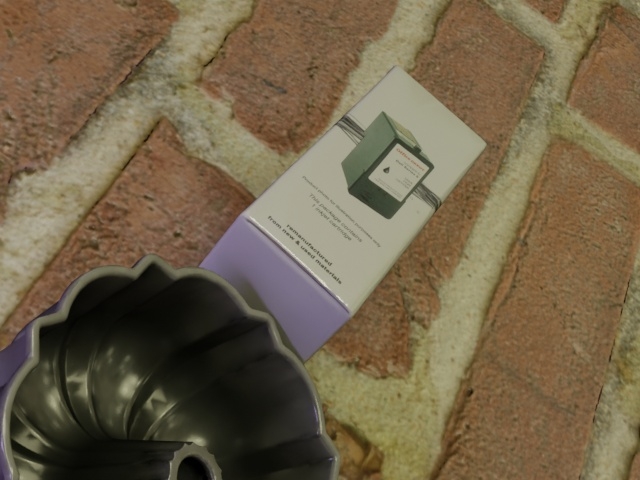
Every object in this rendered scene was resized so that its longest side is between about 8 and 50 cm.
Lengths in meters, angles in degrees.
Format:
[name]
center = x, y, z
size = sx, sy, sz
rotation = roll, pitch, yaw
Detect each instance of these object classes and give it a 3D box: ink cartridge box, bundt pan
[ink cartridge box]
center = 0.000, 0.000, 1.110
size = 0.121, 0.211, 0.289
rotation = 42, 43, 0
[bundt pan]
center = -0.130, 0.184, 0.894
size = 0.331, 0.124, 0.331
rotation = 27, 53, -42
